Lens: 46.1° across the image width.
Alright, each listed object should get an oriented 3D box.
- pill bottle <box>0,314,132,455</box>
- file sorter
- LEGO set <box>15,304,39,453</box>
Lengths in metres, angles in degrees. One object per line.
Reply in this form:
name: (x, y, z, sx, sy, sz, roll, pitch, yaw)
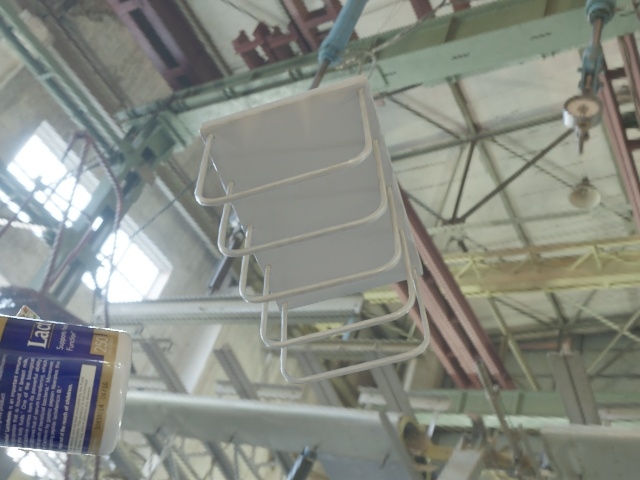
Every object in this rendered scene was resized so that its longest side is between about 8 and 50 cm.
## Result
pill bottle: (-0.367, 0.167, 0.889, 0.265, 0.153, 0.153, 10, -34, -16)
file sorter: (0.000, 0.000, 0.833, 0.193, 0.173, 0.277, -15, -55, 9)
LEGO set: (-0.558, 0.267, 1.389, 0.182, 0.244, 0.060, 28, -10, 33)
